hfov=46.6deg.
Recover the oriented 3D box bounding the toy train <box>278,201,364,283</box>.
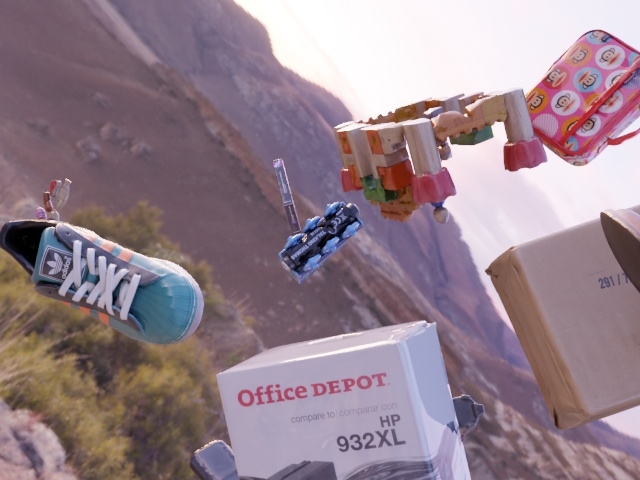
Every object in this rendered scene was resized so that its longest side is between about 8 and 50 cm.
[{"bbox_3d":[0.000,0.000,1.423,0.080,0.184,0.105,47,-13,10],"label":"toy train"}]

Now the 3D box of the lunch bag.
[{"bbox_3d":[0.641,-0.322,1.746,0.258,0.293,0.120,47,9,31],"label":"lunch bag"}]

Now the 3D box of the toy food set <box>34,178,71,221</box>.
[{"bbox_3d":[-0.536,-0.068,1.472,0.078,0.122,0.019,16,0,38],"label":"toy food set"}]

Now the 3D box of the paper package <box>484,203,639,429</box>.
[{"bbox_3d":[0.499,0.119,1.253,0.168,0.324,0.309,97,-26,-72],"label":"paper package"}]

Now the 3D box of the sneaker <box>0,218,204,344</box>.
[{"bbox_3d":[-0.280,0.047,0.909,0.302,0.108,0.121,19,0,33],"label":"sneaker"}]

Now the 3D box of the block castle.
[{"bbox_3d":[0.234,-0.180,1.603,0.453,0.303,0.213,21,-51,68],"label":"block castle"}]

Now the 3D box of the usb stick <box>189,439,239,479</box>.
[{"bbox_3d":[-0.106,0.415,1.161,0.278,0.077,0.045,36,-51,37],"label":"usb stick"}]

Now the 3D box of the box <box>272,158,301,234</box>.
[{"bbox_3d":[-0.085,-0.111,1.886,0.116,0.029,0.162,76,0,-52],"label":"box"}]

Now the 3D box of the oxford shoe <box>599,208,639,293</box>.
[{"bbox_3d":[0.304,0.025,0.592,0.076,0.076,0.212,61,-3,-33],"label":"oxford shoe"}]

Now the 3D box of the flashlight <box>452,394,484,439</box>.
[{"bbox_3d":[0.292,0.418,1.697,0.103,0.103,0.304,32,-16,16],"label":"flashlight"}]

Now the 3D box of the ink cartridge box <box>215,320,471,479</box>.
[{"bbox_3d":[0.038,0.262,0.808,0.129,0.223,0.307,-8,85,-66],"label":"ink cartridge box"}]
